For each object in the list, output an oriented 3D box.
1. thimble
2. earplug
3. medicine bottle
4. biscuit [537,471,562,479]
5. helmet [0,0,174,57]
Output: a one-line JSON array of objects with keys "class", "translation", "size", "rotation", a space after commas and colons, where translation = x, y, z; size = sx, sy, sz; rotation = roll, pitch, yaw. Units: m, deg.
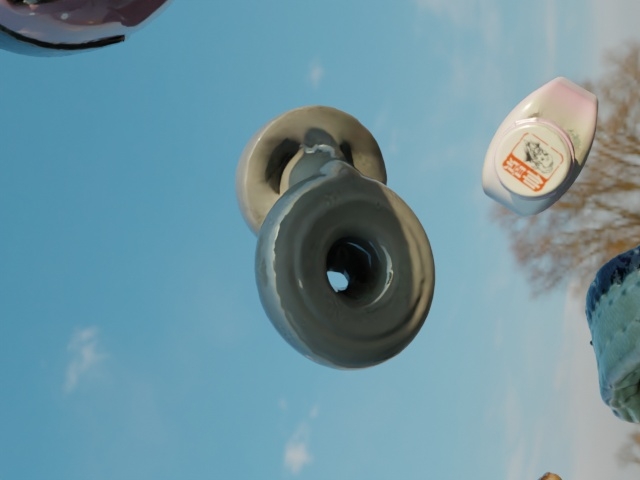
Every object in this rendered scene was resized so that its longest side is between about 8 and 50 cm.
[{"class": "thimble", "translation": [0.404, 0.107, 1.052], "size": [0.237, 0.237, 0.150], "rotation": [65, -157, -47]}, {"class": "earplug", "translation": [0.005, -0.008, 1.071], "size": [0.175, 0.214, 0.325], "rotation": [-59, 39, 42]}, {"class": "medicine bottle", "translation": [0.194, -0.082, 0.838], "size": [0.115, 0.078, 0.219], "rotation": [-59, -8, 18]}, {"class": "biscuit", "translation": [0.295, 0.390, 1.292], "size": [0.299, 0.045, 0.154], "rotation": [20, -92, -70]}, {"class": "helmet", "translation": [-0.172, -0.249, 0.713], "size": [0.253, 0.154, 0.198], "rotation": [-37, -69, -31]}]
